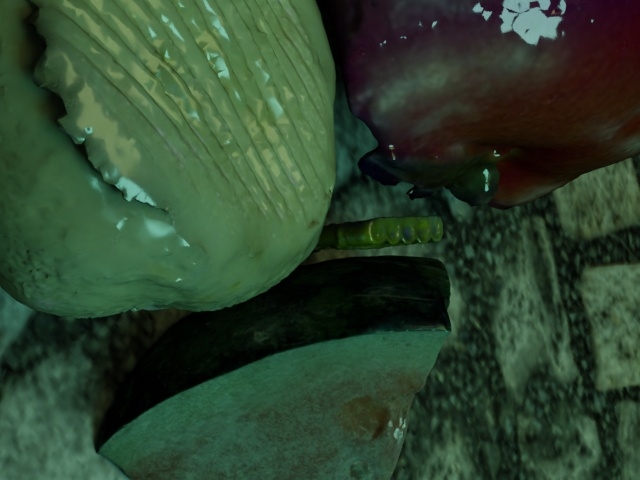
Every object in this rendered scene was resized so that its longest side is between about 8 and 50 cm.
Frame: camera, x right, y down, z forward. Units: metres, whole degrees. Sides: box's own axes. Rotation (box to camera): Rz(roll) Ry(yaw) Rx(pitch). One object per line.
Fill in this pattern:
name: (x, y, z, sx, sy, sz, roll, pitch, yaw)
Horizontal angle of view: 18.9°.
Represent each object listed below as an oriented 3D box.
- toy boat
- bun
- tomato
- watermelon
toy boat: (0.000, 0.000, 0.974, 0.063, 0.115, 0.016, -2, 87, -48)
bun: (-0.095, -0.074, 0.865, 0.239, 0.141, 0.239, 36, 45, -46)
tomato: (0.110, -0.174, 1.041, 0.335, 0.176, 0.290, 15, 59, -64)
watermelon: (-0.017, 0.084, 0.990, 0.207, 0.136, 0.202, -36, 149, -75)
